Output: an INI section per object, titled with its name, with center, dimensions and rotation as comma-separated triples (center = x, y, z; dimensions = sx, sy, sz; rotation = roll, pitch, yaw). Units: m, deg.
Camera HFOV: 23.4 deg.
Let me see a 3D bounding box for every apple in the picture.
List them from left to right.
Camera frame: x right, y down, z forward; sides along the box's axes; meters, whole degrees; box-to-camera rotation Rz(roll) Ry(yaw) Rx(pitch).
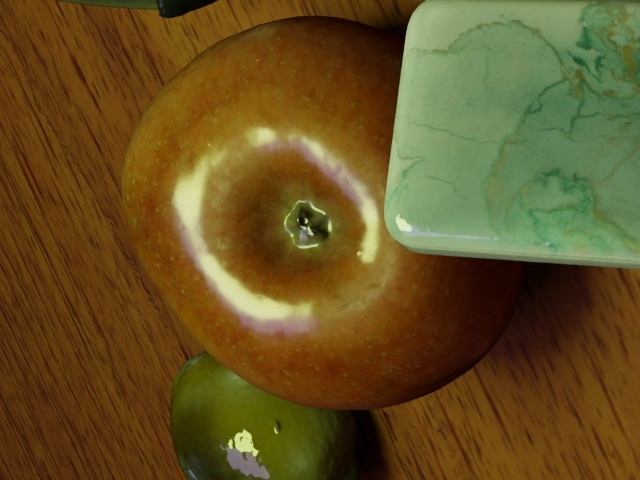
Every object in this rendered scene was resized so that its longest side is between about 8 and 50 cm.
[apple]
center = 0.004, -0.016, 1.017
dimensions = 0.251, 0.206, 0.272
rotation = -32, 87, 23

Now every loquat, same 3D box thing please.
[loquat]
center = -0.051, 0.160, 1.289
dimensions = 0.195, 0.152, 0.152
rotation = 29, 134, 26

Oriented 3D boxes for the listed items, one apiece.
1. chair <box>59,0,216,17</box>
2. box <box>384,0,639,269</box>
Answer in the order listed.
[chair]
center = -0.064, -0.250, 1.013
dimensions = 0.272, 0.166, 0.188
rotation = 11, 121, 48
[box]
center = 0.178, -0.054, 0.791
dimensions = 0.285, 0.044, 0.142
rotation = 4, 75, 16
